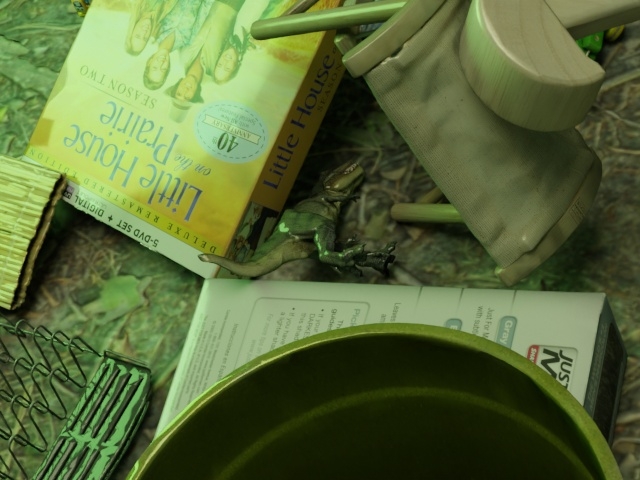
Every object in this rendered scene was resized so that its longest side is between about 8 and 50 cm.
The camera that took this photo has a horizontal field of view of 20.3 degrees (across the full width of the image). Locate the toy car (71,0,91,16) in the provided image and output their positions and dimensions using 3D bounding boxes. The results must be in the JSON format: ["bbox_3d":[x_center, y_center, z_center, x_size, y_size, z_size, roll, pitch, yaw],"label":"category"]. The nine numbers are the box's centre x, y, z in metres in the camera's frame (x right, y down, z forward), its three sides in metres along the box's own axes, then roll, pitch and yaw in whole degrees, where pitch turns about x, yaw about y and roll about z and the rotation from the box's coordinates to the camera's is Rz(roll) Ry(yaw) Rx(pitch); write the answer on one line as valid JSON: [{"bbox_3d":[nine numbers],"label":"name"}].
[{"bbox_3d":[-0.245,-0.237,1.986,0.122,0.040,0.060,21,66,32],"label":"toy car"}]

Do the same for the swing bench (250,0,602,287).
[{"bbox_3d":[0.107,-0.127,1.575,0.165,0.253,0.254,-41,25,-8],"label":"swing bench"}]

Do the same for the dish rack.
[{"bbox_3d":[-0.303,0.159,1.704,0.271,0.074,0.208,14,63,30],"label":"dish rack"}]

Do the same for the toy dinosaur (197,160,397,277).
[{"bbox_3d":[0.000,0.000,1.660,0.118,0.064,0.268,20,27,19],"label":"toy dinosaur"}]

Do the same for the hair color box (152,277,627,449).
[{"bbox_3d":[0.060,0.142,1.544,0.374,0.113,0.185,1,57,24],"label":"hair color box"}]

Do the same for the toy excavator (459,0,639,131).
[{"bbox_3d":[0.391,-0.184,1.457,0.445,0.222,0.433,32,65,10],"label":"toy excavator"}]

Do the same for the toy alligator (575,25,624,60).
[{"bbox_3d":[0.262,-0.210,1.758,0.051,0.056,0.190,-35,33,55],"label":"toy alligator"}]

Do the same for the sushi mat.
[{"bbox_3d":[-0.404,-0.034,1.881,0.316,0.019,0.151,16,83,35],"label":"sushi mat"}]

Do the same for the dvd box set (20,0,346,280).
[{"bbox_3d":[-0.111,-0.198,1.781,0.307,0.062,0.420,28,95,36],"label":"dvd box set"}]

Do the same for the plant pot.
[{"bbox_3d":[0.073,0.303,1.266,0.366,0.353,0.366,-11,53,15],"label":"plant pot"}]
